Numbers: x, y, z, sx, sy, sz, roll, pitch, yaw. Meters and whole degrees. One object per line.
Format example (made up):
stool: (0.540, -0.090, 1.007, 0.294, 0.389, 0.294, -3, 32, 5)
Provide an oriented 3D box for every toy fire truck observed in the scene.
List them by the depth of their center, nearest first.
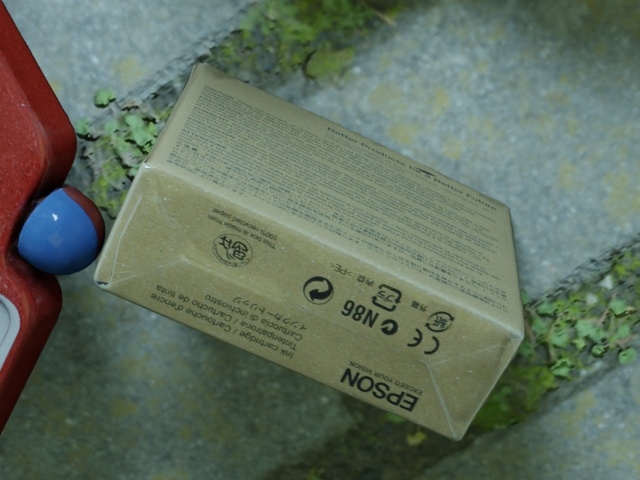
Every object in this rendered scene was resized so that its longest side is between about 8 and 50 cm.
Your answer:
toy fire truck: (-0.254, -0.017, 0.808, 0.254, 0.169, 0.302, 35, 111, 11)

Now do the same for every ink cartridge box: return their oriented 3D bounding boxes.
ink cartridge box: (0.000, 0.000, 0.823, 0.235, 0.193, 0.088, 24, 113, -5)
